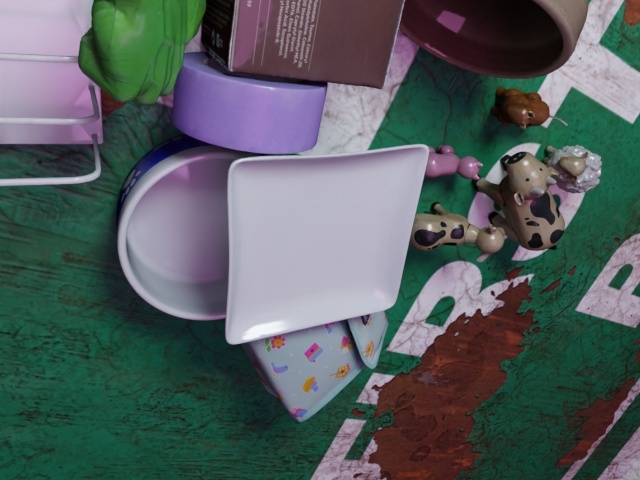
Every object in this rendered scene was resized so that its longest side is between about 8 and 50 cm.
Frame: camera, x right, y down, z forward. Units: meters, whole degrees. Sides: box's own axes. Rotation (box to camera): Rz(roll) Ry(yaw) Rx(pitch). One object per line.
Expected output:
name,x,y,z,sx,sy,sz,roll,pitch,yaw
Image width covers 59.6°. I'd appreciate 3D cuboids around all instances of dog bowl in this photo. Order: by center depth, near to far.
dog bowl,-0.160,-0.020,0.820,0.265,0.104,0.264,-10,121,-17

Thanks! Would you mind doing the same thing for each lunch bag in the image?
lunch bag,-0.003,0.135,0.953,0.262,0.160,0.223,-33,122,-19

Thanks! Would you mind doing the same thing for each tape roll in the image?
tape roll,-0.090,-0.179,0.711,0.189,0.189,0.080,-1,118,-23

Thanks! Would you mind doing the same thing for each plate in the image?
plate,0.000,0.000,0.764,0.277,0.045,0.278,-10,124,-25

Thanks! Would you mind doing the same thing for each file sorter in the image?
file sorter,-0.337,-0.214,0.593,0.193,0.173,0.277,-4,119,-22

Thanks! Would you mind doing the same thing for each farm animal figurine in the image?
farm animal figurine,0.322,-0.075,0.961,0.327,0.172,0.330,32,102,-34

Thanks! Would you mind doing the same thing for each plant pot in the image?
plant pot,0.240,-0.377,0.729,0.263,0.263,0.229,24,89,-32

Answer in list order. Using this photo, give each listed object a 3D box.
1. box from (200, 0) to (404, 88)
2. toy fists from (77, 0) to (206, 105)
box,-0.026,-0.295,0.684,0.203,0.168,0.167,0,117,-23
toy fists,-0.176,-0.253,0.586,0.096,0.279,0.142,8,136,-6
